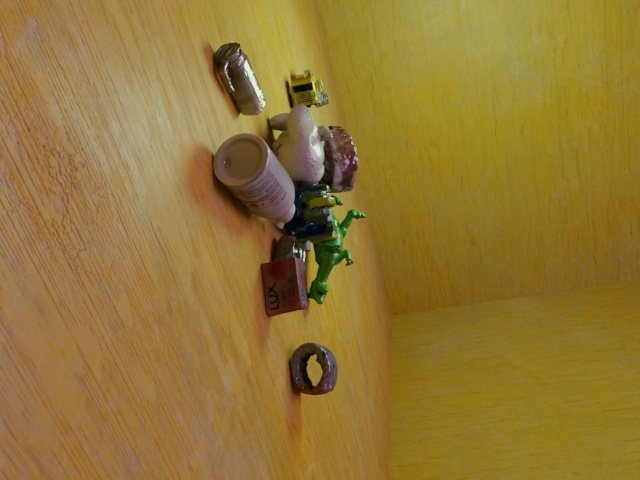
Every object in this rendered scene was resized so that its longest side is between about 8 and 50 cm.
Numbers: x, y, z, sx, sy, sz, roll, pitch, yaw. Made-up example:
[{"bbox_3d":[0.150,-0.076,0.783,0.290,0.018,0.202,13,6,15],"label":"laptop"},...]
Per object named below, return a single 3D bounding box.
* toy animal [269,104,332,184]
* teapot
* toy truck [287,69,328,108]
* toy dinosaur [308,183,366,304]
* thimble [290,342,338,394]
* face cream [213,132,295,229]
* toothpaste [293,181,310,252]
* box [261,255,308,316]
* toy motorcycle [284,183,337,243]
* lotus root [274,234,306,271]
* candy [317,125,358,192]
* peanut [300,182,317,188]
[{"bbox_3d":[-0.064,-0.294,1.913,0.265,0.206,0.271,-83,162,-64],"label":"toy animal"},{"bbox_3d":[-0.224,-0.430,1.600,0.200,0.077,0.107,66,38,-49],"label":"teapot"},{"bbox_3d":[-0.051,-0.623,2.417,0.272,0.124,0.157,-62,141,-71],"label":"toy truck"},{"bbox_3d":[0.000,0.000,2.208,0.374,0.144,0.500,-67,-157,7],"label":"toy dinosaur"},{"bbox_3d":[-0.017,0.386,1.755,0.118,0.127,0.151,43,44,-68],"label":"thimble"},{"bbox_3d":[-0.145,-0.136,1.552,0.369,0.145,0.145,52,31,-68],"label":"face cream"},{"bbox_3d":[-0.073,-0.102,2.099,0.075,0.048,0.296,47,33,-70],"label":"toothpaste"},{"bbox_3d":[-0.100,0.126,1.623,0.060,0.111,0.156,23,56,-67],"label":"box"},{"bbox_3d":[-0.050,-0.092,1.883,0.326,0.200,0.191,70,11,-84],"label":"toy motorcycle"},{"bbox_3d":[-0.093,0.068,1.760,0.113,0.088,0.192,48,32,-39],"label":"lotus root"},{"bbox_3d":[0.049,-0.298,2.133,0.289,0.157,0.214,-113,-156,-43],"label":"candy"},{"bbox_3d":[-0.048,-0.265,2.262,0.080,0.080,0.174,48,35,-68],"label":"peanut"}]
